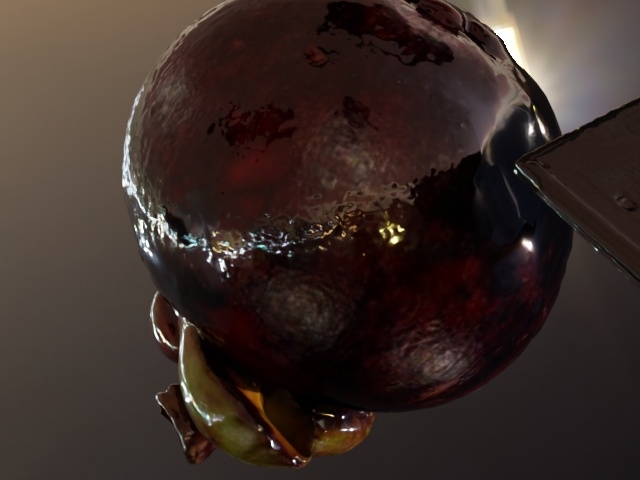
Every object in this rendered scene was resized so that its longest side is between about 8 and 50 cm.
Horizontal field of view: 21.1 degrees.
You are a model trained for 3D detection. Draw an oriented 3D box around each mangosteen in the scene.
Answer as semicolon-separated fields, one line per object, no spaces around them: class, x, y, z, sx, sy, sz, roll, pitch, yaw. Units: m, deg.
mangosteen;0.000;0.000;0.847;0.265;0.228;0.228;-59;-170;13

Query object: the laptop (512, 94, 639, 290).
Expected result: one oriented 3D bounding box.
laptop;0.185;0.003;0.651;0.135;0.016;0.197;-28;-123;-29
